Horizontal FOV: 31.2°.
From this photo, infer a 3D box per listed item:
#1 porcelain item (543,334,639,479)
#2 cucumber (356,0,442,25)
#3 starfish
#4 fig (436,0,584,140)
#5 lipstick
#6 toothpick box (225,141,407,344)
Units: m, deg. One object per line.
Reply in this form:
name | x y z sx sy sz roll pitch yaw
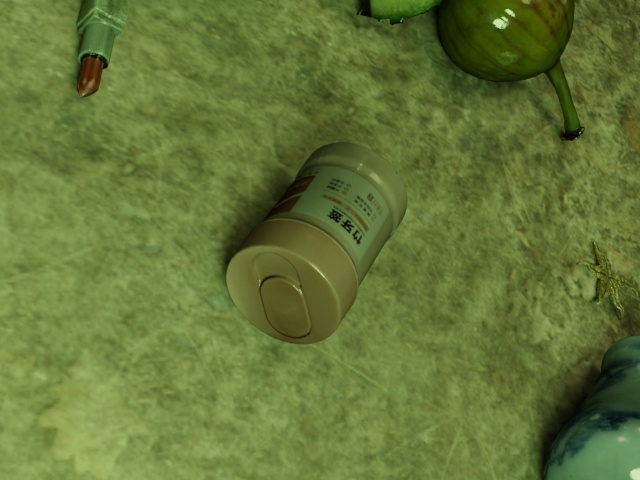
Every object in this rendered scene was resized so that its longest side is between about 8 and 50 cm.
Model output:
porcelain item | 0.292 0.192 1.074 0.141 0.141 0.259 52 35 -9
cucumber | 0.133 -0.349 1.184 0.105 0.145 0.325 18 47 4
starfish | 0.318 0.041 1.262 0.092 0.016 0.086 20 57 -29
fig | 0.238 -0.210 1.231 0.259 0.151 0.151 34 49 -31
lipstick | -0.173 -0.161 0.894 0.030 0.030 0.129 27 52 -31
toothpick box | 0.000 0.000 0.922 0.098 0.098 0.149 48 43 -13
